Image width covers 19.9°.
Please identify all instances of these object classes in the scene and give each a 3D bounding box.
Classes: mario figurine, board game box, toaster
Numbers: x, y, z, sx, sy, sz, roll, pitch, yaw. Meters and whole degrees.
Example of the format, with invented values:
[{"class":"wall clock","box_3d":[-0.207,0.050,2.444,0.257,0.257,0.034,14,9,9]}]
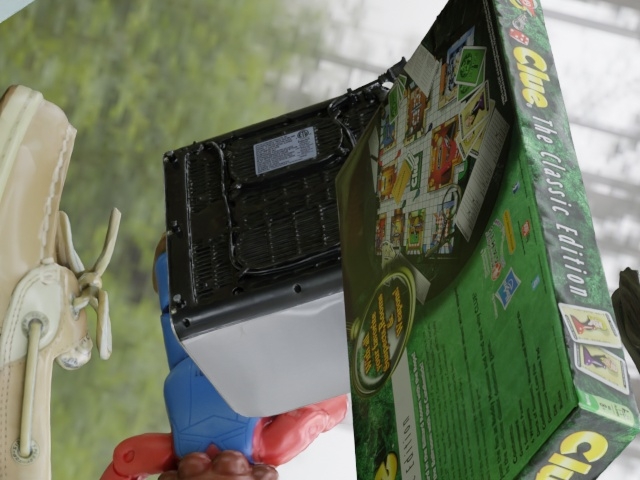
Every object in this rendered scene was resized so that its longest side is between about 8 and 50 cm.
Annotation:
[{"class":"mario figurine","box_3d":[-0.064,0.154,1.298,0.198,0.170,0.320,-29,-133,43]},{"class":"board game box","box_3d":[0.051,0.014,0.680,0.136,0.030,0.260,-54,-155,34]},{"class":"toaster","box_3d":[0.000,0.000,1.132,0.168,0.185,0.110,-99,167,-45]}]

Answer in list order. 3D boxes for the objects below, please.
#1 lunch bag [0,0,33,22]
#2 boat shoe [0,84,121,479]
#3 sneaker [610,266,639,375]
[{"class":"lunch bag","box_3d":[-0.213,-0.250,0.969,0.224,0.279,0.108,-32,164,5]},{"class":"boat shoe","box_3d":[-0.138,0.074,0.828,0.104,0.089,0.285,-123,-137,-81]},{"class":"sneaker","box_3d":[0.265,0.082,1.339,0.051,0.170,0.089,-36,-171,-16]}]
